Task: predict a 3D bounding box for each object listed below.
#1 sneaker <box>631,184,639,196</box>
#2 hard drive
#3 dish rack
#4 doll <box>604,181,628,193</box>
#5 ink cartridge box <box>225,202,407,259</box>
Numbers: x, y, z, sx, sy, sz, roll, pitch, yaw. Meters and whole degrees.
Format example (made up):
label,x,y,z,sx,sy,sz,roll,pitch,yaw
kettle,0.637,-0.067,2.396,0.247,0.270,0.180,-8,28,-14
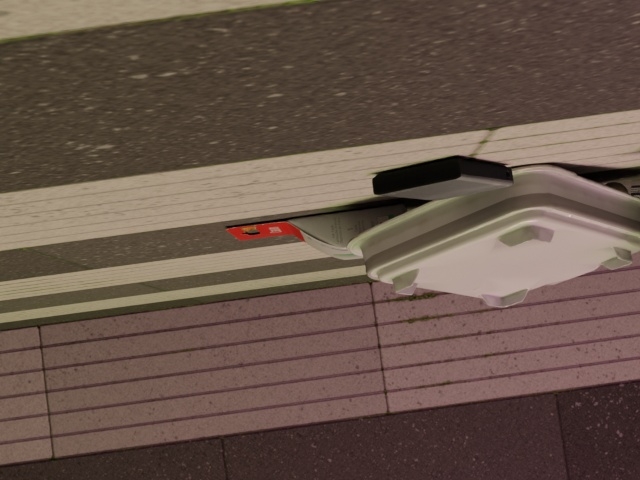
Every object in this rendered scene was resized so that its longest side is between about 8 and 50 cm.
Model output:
label,x,y,z,sx,sy,sz,roll,pitch,yaw
sneaker,0.464,-0.064,1.157,0.269,0.101,0.153,0,173,-18
hard drive,0.124,-0.060,1.093,0.094,0.022,0.135,-10,174,31
dish rack,0.229,0.012,1.321,0.286,0.072,0.333,-25,157,37
doll,0.289,-0.045,1.365,0.189,0.046,0.129,-10,164,1
ink cartridge box,0.000,0.000,1.424,0.225,0.056,0.181,-9,175,1
